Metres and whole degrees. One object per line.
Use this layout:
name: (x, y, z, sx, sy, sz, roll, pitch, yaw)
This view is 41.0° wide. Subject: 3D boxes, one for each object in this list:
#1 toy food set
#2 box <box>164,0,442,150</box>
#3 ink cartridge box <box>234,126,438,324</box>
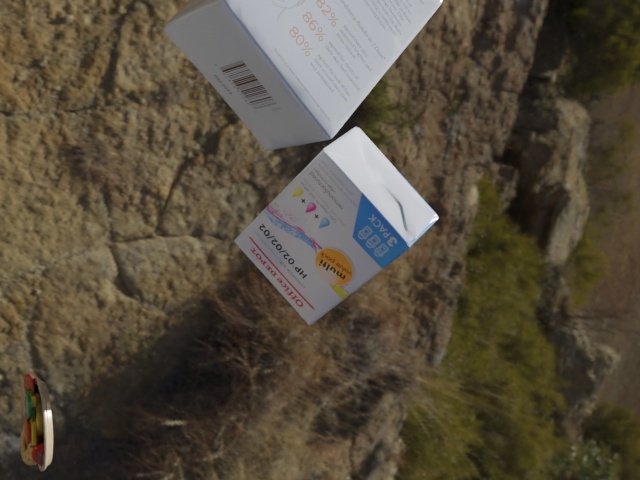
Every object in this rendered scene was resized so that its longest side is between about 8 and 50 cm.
toy food set: (-0.247, 0.158, 0.743, 0.020, 0.083, 0.082, -2, 92, -25)
box: (-0.009, -0.175, 0.664, 0.130, 0.091, 0.170, 50, 62, -24)
ink cartridge box: (0.000, 0.000, 0.743, 0.104, 0.181, 0.061, 48, 42, 1)
